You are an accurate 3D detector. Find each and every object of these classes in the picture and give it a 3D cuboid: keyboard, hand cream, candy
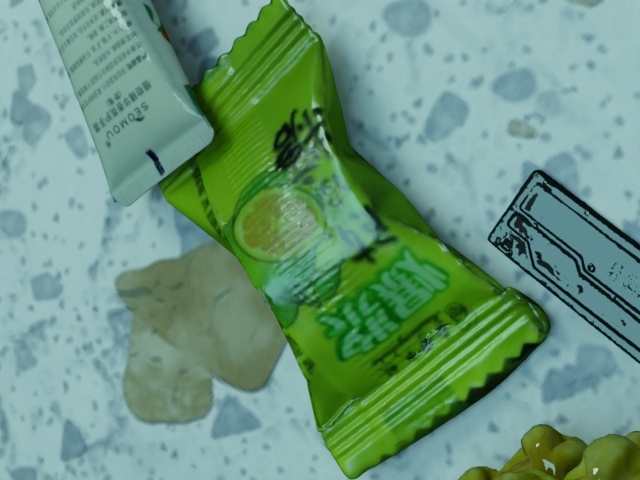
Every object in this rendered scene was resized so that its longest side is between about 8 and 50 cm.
[{"bbox_3d":[0.160,0.026,0.855,0.155,0.010,0.053,41,108,19],"label":"keyboard"},{"bbox_3d":[-0.143,-0.160,0.960,0.095,0.059,0.276,-33,74,38],"label":"hand cream"},{"bbox_3d":[0.000,0.000,0.901,0.149,0.069,0.246,-40,76,19],"label":"candy"}]

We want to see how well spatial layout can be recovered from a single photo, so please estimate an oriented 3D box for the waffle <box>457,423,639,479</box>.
[{"bbox_3d":[0.145,0.260,0.796,0.261,0.151,0.324,18,94,26],"label":"waffle"}]
